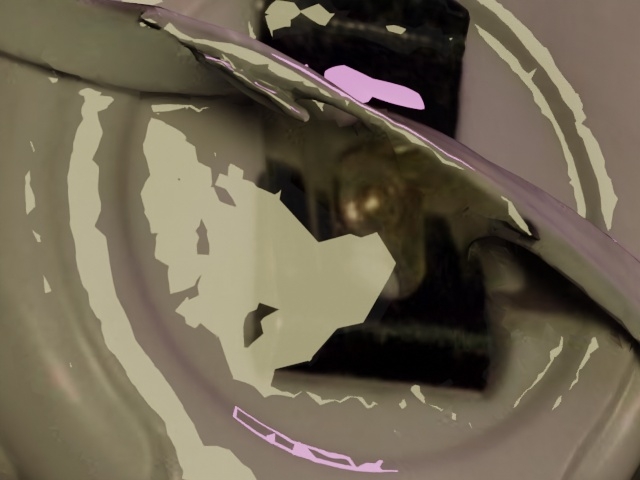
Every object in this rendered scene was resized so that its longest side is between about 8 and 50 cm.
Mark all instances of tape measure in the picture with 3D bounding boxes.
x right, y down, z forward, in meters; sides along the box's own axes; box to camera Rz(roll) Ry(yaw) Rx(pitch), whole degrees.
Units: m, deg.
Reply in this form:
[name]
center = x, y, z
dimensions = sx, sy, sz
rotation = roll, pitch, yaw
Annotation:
[tape measure]
center = 0.000, 0.000, 0.420
dimensions = 0.236, 0.120, 0.197
rotation = 7, 75, -22
